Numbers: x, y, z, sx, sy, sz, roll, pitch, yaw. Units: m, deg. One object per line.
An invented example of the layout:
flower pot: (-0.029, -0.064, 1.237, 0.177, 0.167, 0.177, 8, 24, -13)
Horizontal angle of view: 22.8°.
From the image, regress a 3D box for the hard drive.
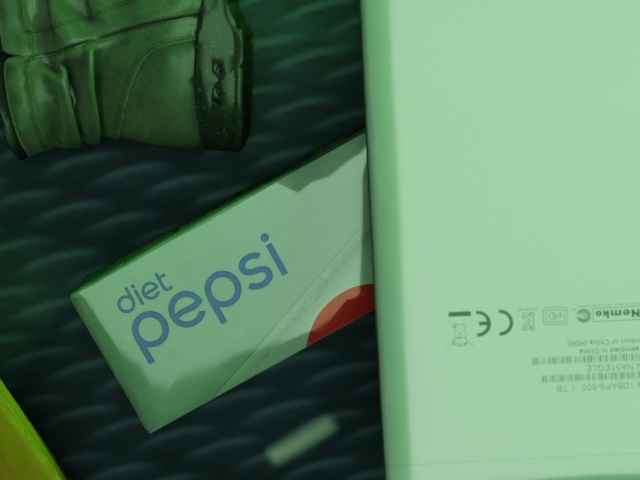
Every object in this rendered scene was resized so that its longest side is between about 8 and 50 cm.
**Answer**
hard drive: (0.143, -0.027, 0.875, 0.233, 0.047, 0.353, -3, 90, 1)

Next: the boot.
boot: (-0.121, -0.169, 0.937, 0.161, 0.083, 0.246, 2, 93, 3)

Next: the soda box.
soda box: (0.000, 0.000, 0.948, 0.286, 0.091, 0.098, -29, 96, 0)

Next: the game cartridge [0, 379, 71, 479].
game cartridge: (-0.311, 0.174, 0.883, 0.323, 0.053, 0.285, -29, 132, -4)
